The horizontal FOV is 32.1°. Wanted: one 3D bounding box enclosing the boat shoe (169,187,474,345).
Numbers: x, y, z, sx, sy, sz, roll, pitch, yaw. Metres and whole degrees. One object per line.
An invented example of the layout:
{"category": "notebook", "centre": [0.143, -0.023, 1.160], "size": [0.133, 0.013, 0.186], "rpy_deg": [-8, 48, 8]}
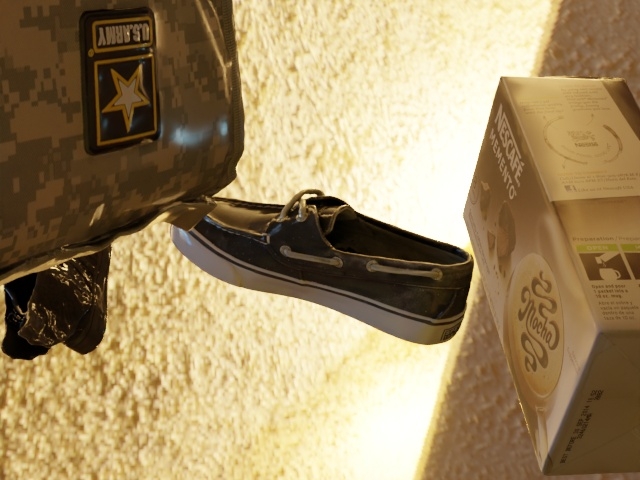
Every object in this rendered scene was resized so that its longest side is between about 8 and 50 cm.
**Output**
{"category": "boat shoe", "centre": [0.000, 0.000, 0.767], "size": [0.219, 0.078, 0.070], "rpy_deg": [18, -56, 13]}

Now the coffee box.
{"category": "coffee box", "centre": [0.214, 0.018, 0.899], "size": [0.119, 0.297, 0.168], "rpy_deg": [0, -46, -9]}

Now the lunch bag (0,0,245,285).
{"category": "lunch bag", "centre": [-0.167, -0.119, 0.533], "size": [0.169, 0.235, 0.287], "rpy_deg": [-32, -92, 33]}

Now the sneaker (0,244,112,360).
{"category": "sneaker", "centre": [-0.218, 0.030, 0.908], "size": [0.051, 0.170, 0.089], "rpy_deg": [-31, -42, 25]}
